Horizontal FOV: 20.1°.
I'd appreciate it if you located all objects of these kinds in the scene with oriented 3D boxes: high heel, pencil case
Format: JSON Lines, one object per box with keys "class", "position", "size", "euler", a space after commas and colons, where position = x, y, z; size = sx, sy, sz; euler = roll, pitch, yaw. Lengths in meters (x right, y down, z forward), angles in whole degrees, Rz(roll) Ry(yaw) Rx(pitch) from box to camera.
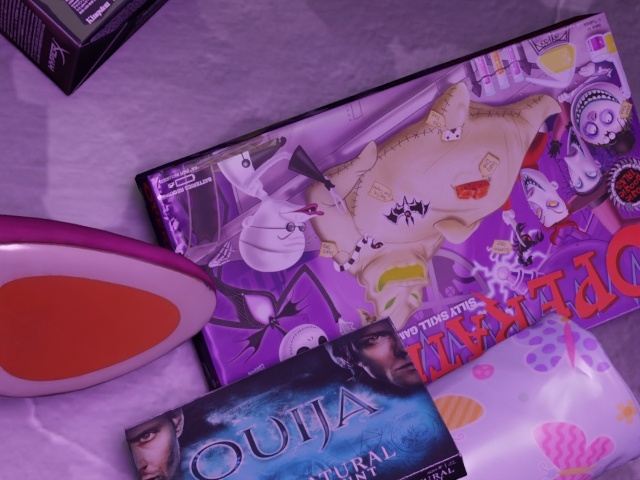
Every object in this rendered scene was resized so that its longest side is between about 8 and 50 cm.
{"class": "high heel", "position": [-0.259, -0.001, 1.138], "size": [0.377, 0.127, 0.181], "euler": [3, 34, -17]}
{"class": "pencil case", "position": [0.079, 0.159, 1.166], "size": [0.273, 0.124, 0.113], "euler": [-32, 47, -12]}

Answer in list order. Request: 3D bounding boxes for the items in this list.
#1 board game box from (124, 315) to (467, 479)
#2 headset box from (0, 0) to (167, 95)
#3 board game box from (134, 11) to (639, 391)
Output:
{"class": "board game box", "position": [-0.018, 0.130, 1.118], "size": [0.186, 0.026, 0.126], "euler": [-23, 46, -4]}
{"class": "headset box", "position": [-0.201, -0.283, 1.235], "size": [0.293, 0.110, 0.218], "euler": [42, 71, 0]}
{"class": "board game box", "position": [0.070, -0.005, 1.232], "size": [0.346, 0.056, 0.208], "euler": [-21, 101, -16]}
